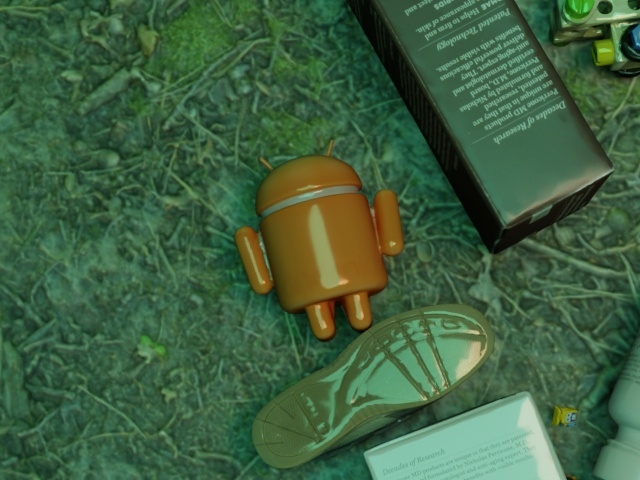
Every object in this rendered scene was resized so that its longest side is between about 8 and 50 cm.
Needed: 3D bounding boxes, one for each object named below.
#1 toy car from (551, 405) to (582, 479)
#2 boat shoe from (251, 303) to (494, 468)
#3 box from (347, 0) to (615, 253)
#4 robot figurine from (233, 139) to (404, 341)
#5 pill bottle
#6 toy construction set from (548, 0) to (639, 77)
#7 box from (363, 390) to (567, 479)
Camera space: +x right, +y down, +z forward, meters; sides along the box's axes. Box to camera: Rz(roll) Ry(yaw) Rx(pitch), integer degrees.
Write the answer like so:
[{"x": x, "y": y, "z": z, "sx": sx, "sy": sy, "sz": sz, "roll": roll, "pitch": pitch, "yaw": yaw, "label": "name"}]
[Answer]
[{"x": 0.287, "y": 0.242, "z": 1.225, "sx": 0.040, "sy": 0.060, "sz": 0.122, "roll": 1, "pitch": 88, "yaw": -27, "label": "toy car"}, {"x": 0.059, "y": 0.161, "z": 1.235, "sx": 0.285, "sy": 0.092, "sz": 0.103, "roll": -32, "pitch": 76, "yaw": 2, "label": "boat shoe"}, {"x": 0.158, "y": -0.188, "z": 1.231, "sx": 0.143, "sy": 0.191, "sz": 0.381, "roll": -27, "pitch": 81, "yaw": 0, "label": "box"}, {"x": 0.002, "y": 0.000, "z": 1.248, "sx": 0.158, "sy": 0.128, "sz": 0.219, "roll": -23, "pitch": 78, "yaw": 39, "label": "robot figurine"}, {"x": 0.381, "y": 0.166, "z": 1.189, "sx": 0.131, "sy": 0.131, "sz": 0.229, "roll": 24, "pitch": 84, "yaw": 8, "label": "pill bottle"}, {"x": 0.383, "y": -0.304, "z": 1.262, "sx": 0.328, "sy": 0.151, "sz": 0.215, "roll": -10, "pitch": 80, "yaw": 14, "label": "toy construction set"}, {"x": 0.150, "y": 0.242, "z": 1.170, "sx": 0.182, "sy": 0.181, "sz": 0.119, "roll": -21, "pitch": 80, "yaw": 2, "label": "box"}]
